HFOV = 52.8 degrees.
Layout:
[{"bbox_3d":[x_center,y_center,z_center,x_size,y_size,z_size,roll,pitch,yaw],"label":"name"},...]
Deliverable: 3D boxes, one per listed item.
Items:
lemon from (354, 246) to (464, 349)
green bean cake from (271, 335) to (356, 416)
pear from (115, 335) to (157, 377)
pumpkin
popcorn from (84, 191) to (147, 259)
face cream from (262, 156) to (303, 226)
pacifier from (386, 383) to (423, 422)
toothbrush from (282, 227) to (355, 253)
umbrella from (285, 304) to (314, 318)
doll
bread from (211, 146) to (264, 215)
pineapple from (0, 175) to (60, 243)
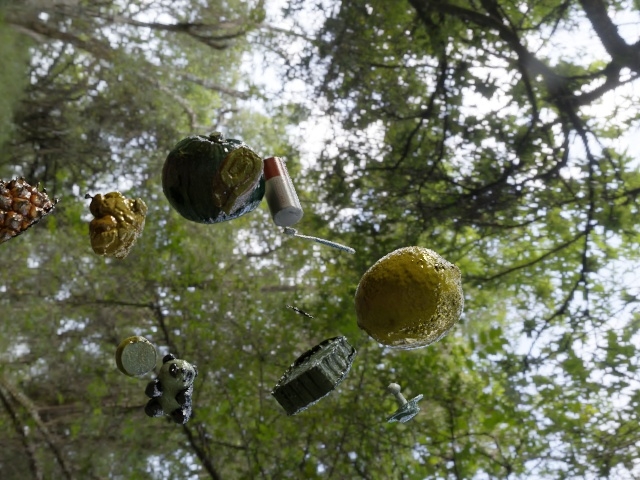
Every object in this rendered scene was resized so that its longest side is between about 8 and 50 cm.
[{"bbox_3d":[0.223,0.155,1.671,0.310,0.258,0.258,-28,-121,19],"label":"lemon"},{"bbox_3d":[-0.013,0.443,2.143,0.255,0.241,0.132,-37,-89,29],"label":"green bean cake"},{"bbox_3d":[-0.641,0.400,2.234,0.104,0.141,0.141,-176,-91,-65],"label":"pear"},{"bbox_3d":[-0.326,-0.173,1.887,0.197,0.293,0.263,-63,154,-67],"label":"pumpkin"},{"bbox_3d":[-0.560,-0.044,1.794,0.140,0.163,0.194,108,-30,-56],"label":"popcorn"},{"bbox_3d":[-0.129,-0.154,2.015,0.096,0.096,0.214,-56,-137,41],"label":"face cream"},{"bbox_3d":[0.240,0.495,1.975,0.116,0.127,0.150,56,-31,18],"label":"pacifier"},{"bbox_3d":[0.000,0.000,2.181,0.025,0.276,0.019,-61,-154,26],"label":"toothbrush"},{"bbox_3d":[-0.074,0.269,2.431,0.022,0.122,0.013,-67,179,-49],"label":"umbrella"},{"bbox_3d":[-0.459,0.464,2.000,0.135,0.143,0.234,-73,177,-50],"label":"doll"},{"bbox_3d":[-0.211,-0.150,1.602,0.132,0.103,0.172,-58,-174,-19],"label":"bread"},{"bbox_3d":[-0.783,-0.137,1.460,0.262,0.262,0.271,24,-36,58],"label":"pineapple"}]
